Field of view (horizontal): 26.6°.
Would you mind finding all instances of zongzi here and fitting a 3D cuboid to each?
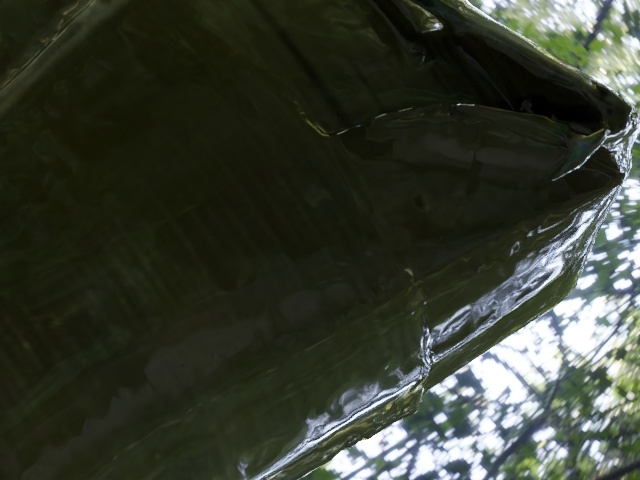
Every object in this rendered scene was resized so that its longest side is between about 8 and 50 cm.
[{"bbox_3d":[-0.167,-0.021,0.454,0.447,0.181,0.418,-31,-112,-23],"label":"zongzi"}]
